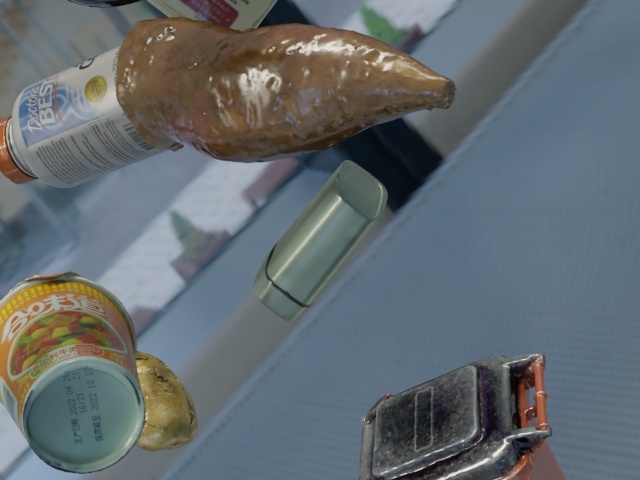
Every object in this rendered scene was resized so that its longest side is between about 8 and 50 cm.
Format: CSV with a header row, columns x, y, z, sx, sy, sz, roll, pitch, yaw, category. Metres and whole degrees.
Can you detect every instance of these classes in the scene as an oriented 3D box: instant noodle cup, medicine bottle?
x,y,z,sx,sy,sz,roll,pitch,yaw,category
-0.242,0.136,1.482,0.168,0.168,0.185,-40,24,-3,instant noodle cup
-0.319,-0.167,2.115,0.288,0.157,0.157,-19,28,25,medicine bottle

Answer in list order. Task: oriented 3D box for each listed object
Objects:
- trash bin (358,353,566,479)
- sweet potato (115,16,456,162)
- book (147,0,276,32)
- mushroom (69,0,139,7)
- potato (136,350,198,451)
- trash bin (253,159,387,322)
x,y,z,sx,sy,sz,roll,pitch,yaw,category
0.162,0.233,1.345,0.184,0.239,0.161,-27,27,20,trash bin
-0.035,-0.126,1.333,0.336,0.131,0.131,10,49,38,sweet potato
-0.093,-0.311,1.538,0.232,0.162,0.022,-57,9,-22,book
-0.171,-0.250,1.239,0.141,0.117,0.188,-6,9,42,mushroom
-0.230,0.204,1.995,0.107,0.170,0.080,-22,-28,-27,potato
0.000,0.000,1.430,0.130,0.059,0.116,-51,8,21,trash bin
